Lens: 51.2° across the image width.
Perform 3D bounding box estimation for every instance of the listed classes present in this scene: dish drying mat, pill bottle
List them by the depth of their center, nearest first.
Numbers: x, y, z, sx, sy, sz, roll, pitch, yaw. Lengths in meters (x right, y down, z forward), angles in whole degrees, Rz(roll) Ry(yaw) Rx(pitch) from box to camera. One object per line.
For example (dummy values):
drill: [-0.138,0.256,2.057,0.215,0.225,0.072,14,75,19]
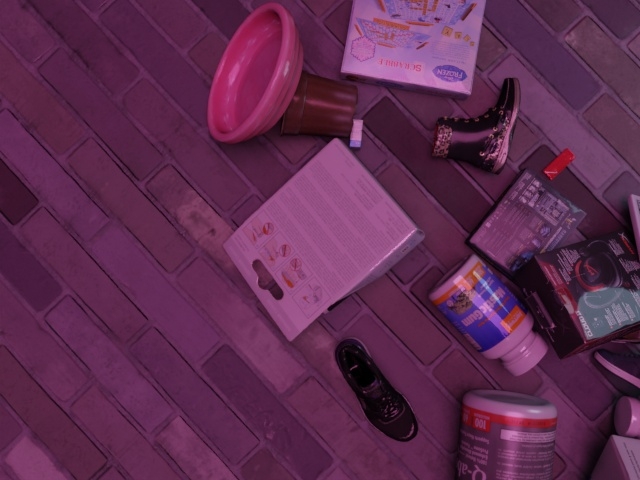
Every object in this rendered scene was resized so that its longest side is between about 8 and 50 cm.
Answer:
pill bottle: [0.408,0.533,1.499,0.210,0.210,0.363,6,87,1]
pill bottle: [0.822,0.425,1.530,0.263,0.146,0.146,10,88,0]
pill bottle: [0.392,0.176,1.544,0.152,0.152,0.272,-44,87,-1]
dish drying mat: [0.582,-0.186,1.629,0.083,0.008,0.032,-43,87,-1]

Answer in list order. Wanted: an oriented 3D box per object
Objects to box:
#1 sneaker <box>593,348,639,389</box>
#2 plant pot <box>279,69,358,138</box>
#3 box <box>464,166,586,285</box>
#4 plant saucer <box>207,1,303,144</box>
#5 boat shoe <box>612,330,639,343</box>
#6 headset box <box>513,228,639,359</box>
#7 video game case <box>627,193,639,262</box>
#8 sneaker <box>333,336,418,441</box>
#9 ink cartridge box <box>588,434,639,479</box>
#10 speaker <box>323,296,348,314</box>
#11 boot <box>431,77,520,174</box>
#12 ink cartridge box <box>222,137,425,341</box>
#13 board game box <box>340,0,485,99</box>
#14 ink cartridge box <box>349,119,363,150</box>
sneaker: [0.744,0.259,1.508,0.086,0.226,0.164,22,97,-35]
plant pot: [-0.004,-0.316,1.575,0.165,0.167,0.167,8,88,-7]
box: [0.488,-0.029,1.598,0.183,0.059,0.233,38,88,2]
plant saucer: [-0.144,-0.370,1.523,0.084,0.332,0.332,20,87,-34]
boat shoe: [0.672,0.194,1.578,0.232,0.079,0.084,13,89,3]
headset box: [0.592,0.120,1.486,0.293,0.110,0.218,-15,65,-22]
video game case: [0.804,-0.008,1.549,0.173,0.022,0.191,14,55,-10]
sneaker: [0.124,0.359,1.552,0.107,0.124,0.283,-38,88,-1]
ink cartridge box: [0.799,0.613,1.459,0.394,0.166,0.286,10,119,1]
speaker: [0.048,0.116,1.599,0.136,0.055,0.055,-37,88,-2]
boot: [0.373,-0.289,1.599,0.178,0.085,0.237,12,88,4]
ink cartridge box: [0.000,0.000,1.552,0.385,0.091,0.308,-43,67,10]
board game box: [0.228,-0.526,1.619,0.318,0.066,0.318,11,87,1]
ink cartridge box: [0.086,-0.264,1.618,0.028,0.048,0.083,5,88,0]
